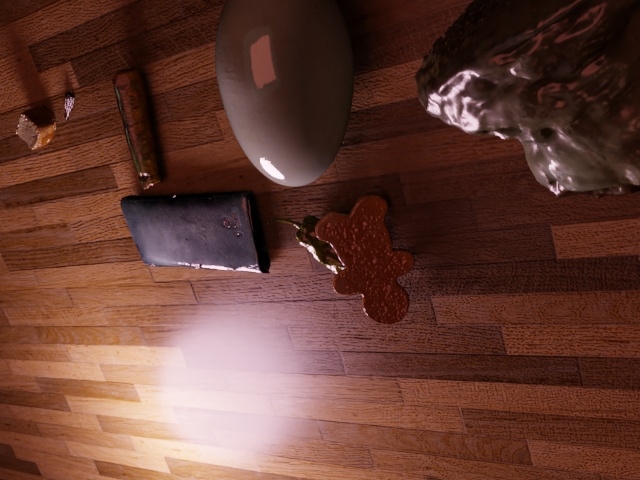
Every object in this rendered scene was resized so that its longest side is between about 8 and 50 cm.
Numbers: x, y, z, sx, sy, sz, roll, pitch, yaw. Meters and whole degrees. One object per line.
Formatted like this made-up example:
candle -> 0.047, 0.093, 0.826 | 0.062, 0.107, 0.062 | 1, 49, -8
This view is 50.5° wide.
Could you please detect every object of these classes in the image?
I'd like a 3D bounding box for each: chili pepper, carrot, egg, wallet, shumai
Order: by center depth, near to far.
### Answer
shumai -> 0.346, -0.220, 0.875 | 0.323, 0.324, 0.397 | 47, 136, -14
egg -> -0.057, -0.266, 1.138 | 0.230, 0.230, 0.371 | 13, 125, 28
chili pepper -> 0.001, -0.001, 1.335 | 0.204, 0.073, 0.072 | 43, 112, -6
carrot -> -0.395, -0.241, 1.480 | 0.070, 0.070, 0.260 | 7, 118, 31
wallet -> -0.289, -0.018, 1.532 | 0.379, 0.046, 0.191 | 1, 115, 32

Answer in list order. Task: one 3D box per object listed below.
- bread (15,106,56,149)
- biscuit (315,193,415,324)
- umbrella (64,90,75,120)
bread -> -0.688, -0.273, 1.652 | 0.076, 0.070, 0.083 | 42, 130, 9
biscuit -> 0.094, 0.044, 1.290 | 0.165, 0.036, 0.250 | -23, 100, 12
umbrella -> -0.596, -0.321, 1.603 | 0.031, 0.020, 0.083 | 36, 133, 14
